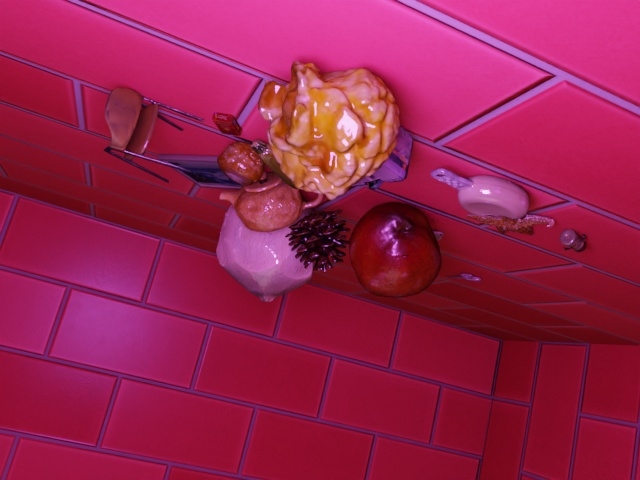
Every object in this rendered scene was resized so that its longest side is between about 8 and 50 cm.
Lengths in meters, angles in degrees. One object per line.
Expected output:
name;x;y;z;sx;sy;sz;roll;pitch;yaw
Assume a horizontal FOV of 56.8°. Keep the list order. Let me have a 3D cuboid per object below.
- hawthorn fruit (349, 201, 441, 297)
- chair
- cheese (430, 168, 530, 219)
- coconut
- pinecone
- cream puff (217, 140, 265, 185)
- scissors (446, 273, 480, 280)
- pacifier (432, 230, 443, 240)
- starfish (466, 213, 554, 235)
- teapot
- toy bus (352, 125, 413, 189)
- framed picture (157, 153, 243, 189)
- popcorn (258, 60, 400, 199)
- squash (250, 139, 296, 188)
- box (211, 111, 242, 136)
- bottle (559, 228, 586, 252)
hawthorn fruit;0.215;0.023;1.785;0.294;0.295;0.311;5;140;34
chair;-0.435;-0.271;1.470;0.246;0.159;0.172;21;163;-34
cheese;0.390;-0.120;1.420;0.163;0.071;0.248;2;161;44
coconut;-0.175;0.025;2.004;0.346;0.361;0.346;12;166;3
pinecone;0.000;0.000;1.795;0.207;0.208;0.208;13;167;3
cream puff;-0.208;-0.212;1.598;0.126;0.103;0.144;29;165;-7
scissors;0.595;0.157;2.514;0.100;0.015;0.189;17;168;-25
pacifier;0.378;0.002;1.972;0.068;0.064;0.083;-9;161;17
starfish;0.526;-0.048;1.652;0.240;0.043;0.227;11;166;27
teapot;-0.147;-0.137;1.762;0.311;0.203;0.167;-8;120;9
toy bus;0.060;-0.188;1.351;0.112;0.138;0.316;31;161;-38
framed picture;-0.333;-0.216;1.896;0.314;0.024;0.232;5;163;31
popcorn;0.015;-0.213;1.107;0.270;0.224;0.258;19;153;17
squash;-0.100;-0.203;1.598;0.066;0.066;0.252;8;166;26
box;-0.232;-0.289;1.475;0.051;0.023;0.082;13;167;12
bottle;0.714;0.005;1.659;0.063;0.047;0.101;-14;152;43
